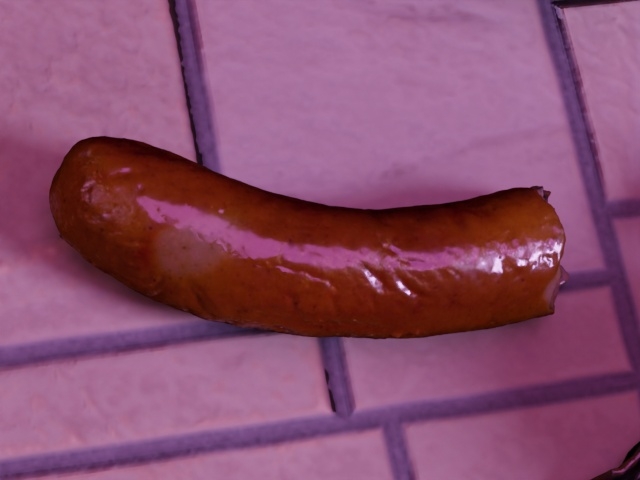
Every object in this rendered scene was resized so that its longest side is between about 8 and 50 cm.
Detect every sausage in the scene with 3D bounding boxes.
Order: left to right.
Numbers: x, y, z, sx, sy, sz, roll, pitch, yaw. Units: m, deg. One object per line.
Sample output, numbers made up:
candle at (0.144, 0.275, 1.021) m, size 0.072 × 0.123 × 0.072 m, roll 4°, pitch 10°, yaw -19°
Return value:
sausage at (-0.001, 0.004, 1.081) m, size 0.302 × 0.076 × 0.103 m, roll 5°, pitch 59°, yaw -7°

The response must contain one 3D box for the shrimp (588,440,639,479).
shrimp at (0.238, 0.052, 1.095) m, size 0.262 × 0.066 × 0.117 m, roll -30°, pitch 76°, yaw -2°
